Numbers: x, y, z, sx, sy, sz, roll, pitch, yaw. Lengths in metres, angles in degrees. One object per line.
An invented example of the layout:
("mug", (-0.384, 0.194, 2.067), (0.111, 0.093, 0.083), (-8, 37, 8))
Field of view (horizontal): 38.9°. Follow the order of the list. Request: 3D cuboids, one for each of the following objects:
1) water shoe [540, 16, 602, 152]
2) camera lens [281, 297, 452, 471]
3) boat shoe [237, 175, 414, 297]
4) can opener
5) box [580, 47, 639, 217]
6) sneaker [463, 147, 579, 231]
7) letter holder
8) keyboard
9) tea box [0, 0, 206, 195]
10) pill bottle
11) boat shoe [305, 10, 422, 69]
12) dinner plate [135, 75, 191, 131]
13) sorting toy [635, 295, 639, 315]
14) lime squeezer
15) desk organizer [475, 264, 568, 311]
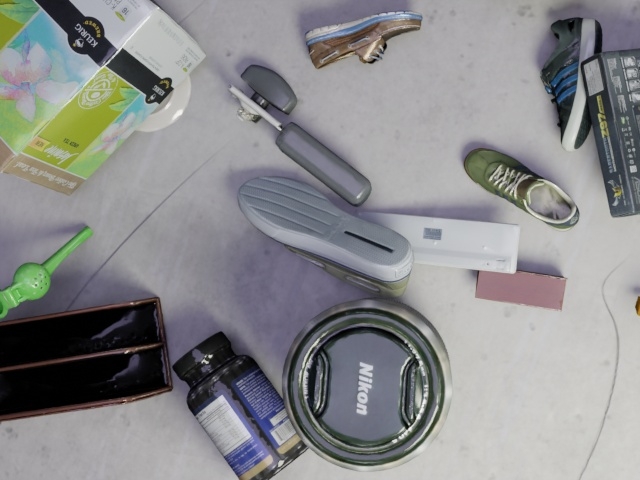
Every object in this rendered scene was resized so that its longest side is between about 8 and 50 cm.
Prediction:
("water shoe", (0.367, -0.230, 1.352), (0.080, 0.073, 0.203), (8, 83, 28))
("camera lens", (0.072, 0.190, 1.258), (0.219, 0.274, 0.219), (0, 87, 8))
("boat shoe", (0.000, 0.000, 1.358), (0.302, 0.094, 0.109), (28, 52, 25))
("can opener", (-0.029, -0.162, 1.387), (0.280, 0.074, 0.093), (42, 92, 7))
("box", (0.482, -0.159, 1.295), (0.183, 0.059, 0.233), (-10, 87, -18))
("sneaker", (0.300, -0.081, 1.335), (0.192, 0.086, 0.064), (34, 92, 8))
("letter holder", (-0.403, 0.182, 1.349), (0.302, 0.214, 0.152), (-9, 86, 7))
("keyboard", (0.167, 0.000, 1.358), (0.256, 0.014, 0.072), (6, 83, 22))
("tea box", (-0.418, -0.301, 1.361), (0.329, 0.220, 0.323), (45, 94, 12))
("pill bottle", (-0.122, 0.250, 1.357), (0.123, 0.123, 0.219), (-37, 83, 4))
("boat shoe", (0.070, -0.304, 1.391), (0.183, 0.066, 0.066), (-10, 91, 17))
("dinner plate", (-0.277, -0.245, 1.453), (0.141, 0.017, 0.141), (0, 89, 6))
("sorting toy", (0.595, 0.135, 1.225), (0.307, 0.229, 0.041), (11, 114, 8))
("lime squeezer", (-0.477, 0.068, 1.367), (0.310, 0.059, 0.110), (-32, 42, -15))
("desk organizer", (0.296, 0.069, 1.349), (0.130, 0.047, 0.050), (9, 91, 8))
